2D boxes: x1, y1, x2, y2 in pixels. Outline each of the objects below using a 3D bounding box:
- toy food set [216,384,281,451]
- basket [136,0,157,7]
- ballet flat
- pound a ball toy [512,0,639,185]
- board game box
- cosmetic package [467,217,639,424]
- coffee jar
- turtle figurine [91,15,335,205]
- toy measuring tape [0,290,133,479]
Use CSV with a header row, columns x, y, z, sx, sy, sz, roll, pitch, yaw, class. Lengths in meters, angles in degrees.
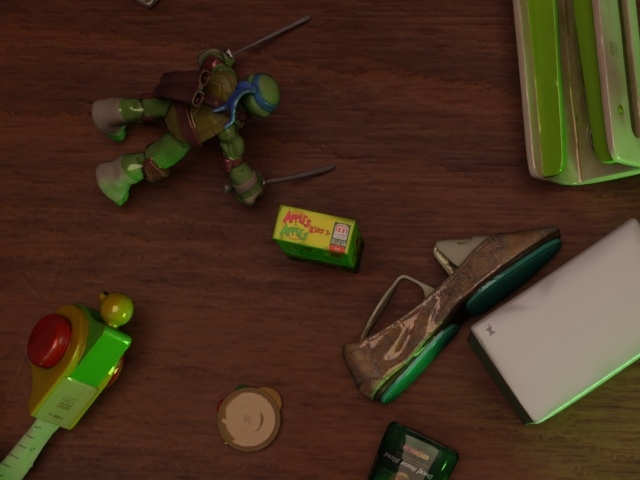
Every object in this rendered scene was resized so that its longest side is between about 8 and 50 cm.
x,y,z,sx,sy,sz,roll,pitch,yaw,class
-0.091,0.223,1.845,0.082,0.020,0.083,2,82,6,toy food set
-0.261,-0.402,1.910,0.167,0.103,0.113,35,85,10,basket
0.152,0.064,1.808,0.316,0.107,0.106,-41,71,-3,ballet flat
0.364,-0.196,1.791,0.208,0.135,0.319,-12,79,40,pound a ball toy
0.000,0.000,1.788,0.092,0.181,0.043,12,83,7,board game box
0.301,0.102,1.725,0.224,0.225,0.138,-34,80,0,cosmetic package
0.090,0.320,1.786,0.096,0.079,0.184,24,85,8,coffee jar
-0.138,-0.138,1.863,0.266,0.275,0.198,-14,103,23,turtle figurine
-0.342,0.184,1.845,0.121,0.121,0.330,41,105,9,toy measuring tape
